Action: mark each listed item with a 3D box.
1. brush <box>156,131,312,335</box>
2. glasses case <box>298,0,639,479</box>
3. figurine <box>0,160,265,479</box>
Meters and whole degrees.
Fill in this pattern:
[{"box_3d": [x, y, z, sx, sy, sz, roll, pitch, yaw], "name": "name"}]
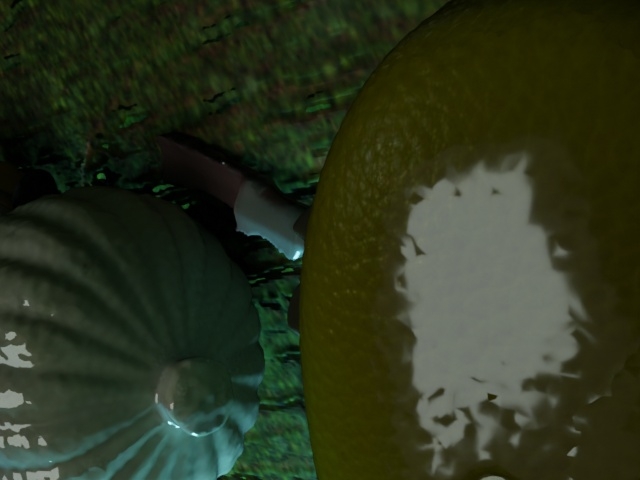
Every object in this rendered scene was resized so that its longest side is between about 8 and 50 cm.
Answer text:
[{"box_3d": [0.000, 0.000, 0.742, 0.301, 0.071, 0.084, 30, 125, 55], "name": "brush"}, {"box_3d": [0.100, 0.092, 0.532, 0.173, 0.141, 0.371, -2, 115, 37], "name": "glasses case"}, {"box_3d": [-0.149, 0.029, 0.911, 0.185, 0.204, 0.332, 53, -175, -31], "name": "figurine"}]
